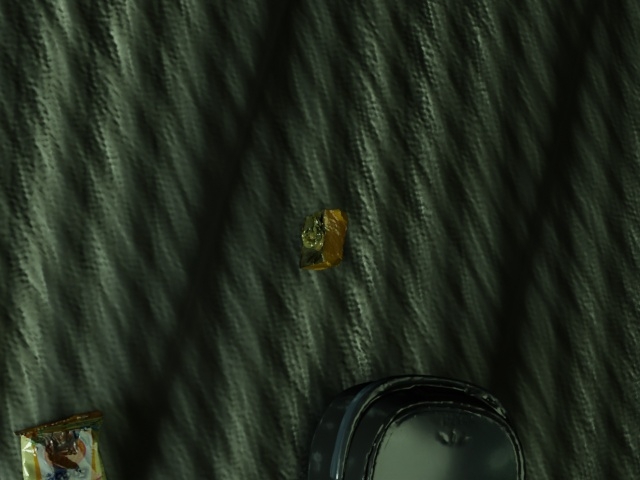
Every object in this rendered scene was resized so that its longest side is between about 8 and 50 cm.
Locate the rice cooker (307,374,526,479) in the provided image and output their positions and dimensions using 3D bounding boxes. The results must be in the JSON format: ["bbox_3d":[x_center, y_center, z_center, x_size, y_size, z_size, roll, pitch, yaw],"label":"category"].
[{"bbox_3d":[0.114,0.291,1.395,0.267,0.224,0.267,1,86,-17],"label":"rice cooker"}]

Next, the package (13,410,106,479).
[{"bbox_3d":[-0.309,0.273,1.350,0.108,0.031,0.121,-7,88,-19],"label":"package"}]

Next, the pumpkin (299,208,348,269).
[{"bbox_3d":[0.000,0.000,1.456,0.054,0.083,0.074,10,78,-22],"label":"pumpkin"}]
